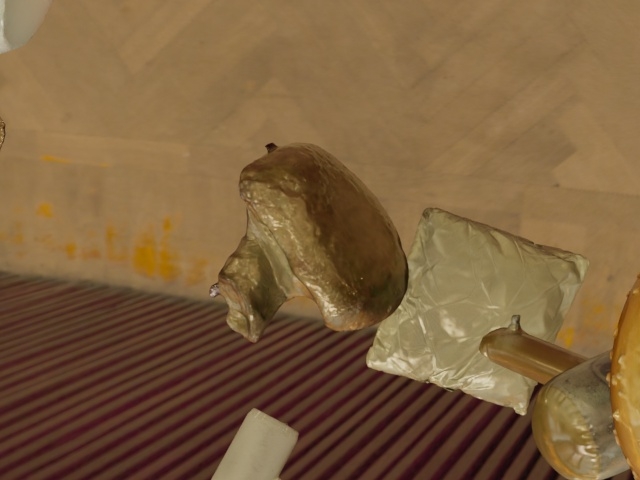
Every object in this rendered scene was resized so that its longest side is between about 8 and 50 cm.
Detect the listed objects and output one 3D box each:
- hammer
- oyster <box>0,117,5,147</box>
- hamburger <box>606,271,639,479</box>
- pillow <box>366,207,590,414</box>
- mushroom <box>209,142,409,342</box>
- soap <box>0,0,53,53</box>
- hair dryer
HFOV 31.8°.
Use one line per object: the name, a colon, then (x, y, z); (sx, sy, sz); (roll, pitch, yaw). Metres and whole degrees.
hammer: (0.264, 0.139, 1.178); (0.202, 0.305, 0.113); (-18, 107, -19)
oyster: (-0.331, -0.109, 1.034); (0.019, 0.083, 0.054); (-37, 43, 37)
hamburger: (0.237, 0.079, 0.610); (0.118, 0.181, 0.191); (4, 98, 53)
pillow: (0.244, 0.113, 1.730); (0.280, 0.076, 0.274); (18, 102, -11)
mushroom: (0.004, -0.009, 1.452); (0.212, 0.292, 0.217); (18, 116, 37)
soap: (-0.193, -0.122, 0.352); (0.289, 0.095, 0.173); (-18, 69, 7)
hair dryer: (-0.011, 0.307, 1.324); (0.236, 0.073, 0.131); (27, 80, 14)
